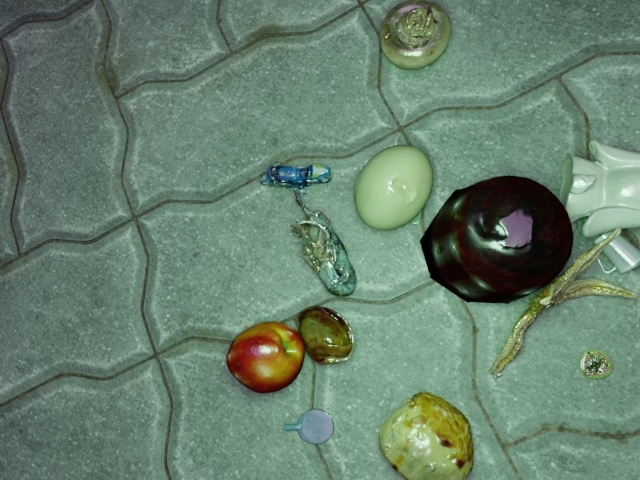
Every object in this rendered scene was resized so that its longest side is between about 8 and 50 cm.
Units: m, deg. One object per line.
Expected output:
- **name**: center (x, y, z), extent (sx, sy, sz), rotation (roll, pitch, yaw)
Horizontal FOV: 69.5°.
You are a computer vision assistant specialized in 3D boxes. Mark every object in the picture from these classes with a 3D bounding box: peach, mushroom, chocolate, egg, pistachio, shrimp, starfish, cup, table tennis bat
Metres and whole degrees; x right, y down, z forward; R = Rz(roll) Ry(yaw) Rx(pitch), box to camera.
- **peach**: center (-0.167, 0.345, 1.355), extent (0.243, 0.243, 0.199), rotation (-18, 67, 9)
- **mushroom**: center (0.298, -0.662, 1.474), extent (0.226, 0.178, 0.226), rotation (-1, 86, 20)
- **chocolate**: center (0.466, -0.009, 1.233), extent (0.384, 0.331, 0.383), rotation (-2, 80, 15)
- **egg**: center (0.216, -0.157, 1.374), extent (0.219, 0.219, 0.269), rotation (29, 88, 17)
- **pistachio**: center (0.006, 0.284, 1.387), extent (0.210, 0.130, 0.165), rotation (37, 96, 29)
- **shrimp**: center (0.001, 0.002, 1.417), extent (0.137, 0.172, 0.372), rotation (-34, 88, -28)
- **starfish**: center (0.622, 0.172, 1.199), extent (0.398, 0.384, 0.132), rotation (-24, 58, -7)
- **cup**: center (0.814, 0.038, 1.279), extent (0.116, 0.074, 0.104), rotation (52, 122, 20)
- **table tennis bat**: center (-0.035, 0.564, 1.398), extent (0.155, 0.019, 0.100), rotation (-8, 78, 10)

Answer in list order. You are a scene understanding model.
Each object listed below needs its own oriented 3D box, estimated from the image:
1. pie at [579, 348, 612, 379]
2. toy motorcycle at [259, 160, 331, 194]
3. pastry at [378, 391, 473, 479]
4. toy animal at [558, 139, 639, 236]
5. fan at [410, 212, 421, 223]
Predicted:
- **pie**: center (0.747, 0.338, 1.255), extent (0.084, 0.021, 0.084), rotation (-2, 79, 12)
- **toy motorcycle**: center (-0.087, -0.209, 1.497), extent (0.254, 0.135, 0.092), rotation (-2, 79, 13)
- **pastry**: center (0.297, 0.558, 1.244), extent (0.256, 0.170, 0.237), rotation (39, 93, 12)
- **toy animal**: center (0.796, -0.126, 1.240), extent (0.265, 0.206, 0.271), rotation (11, 80, 19)
- **fan**: center (0.313, -0.146, 1.454), extent (0.038, 0.016, 0.193), rotation (11, 83, 12)
